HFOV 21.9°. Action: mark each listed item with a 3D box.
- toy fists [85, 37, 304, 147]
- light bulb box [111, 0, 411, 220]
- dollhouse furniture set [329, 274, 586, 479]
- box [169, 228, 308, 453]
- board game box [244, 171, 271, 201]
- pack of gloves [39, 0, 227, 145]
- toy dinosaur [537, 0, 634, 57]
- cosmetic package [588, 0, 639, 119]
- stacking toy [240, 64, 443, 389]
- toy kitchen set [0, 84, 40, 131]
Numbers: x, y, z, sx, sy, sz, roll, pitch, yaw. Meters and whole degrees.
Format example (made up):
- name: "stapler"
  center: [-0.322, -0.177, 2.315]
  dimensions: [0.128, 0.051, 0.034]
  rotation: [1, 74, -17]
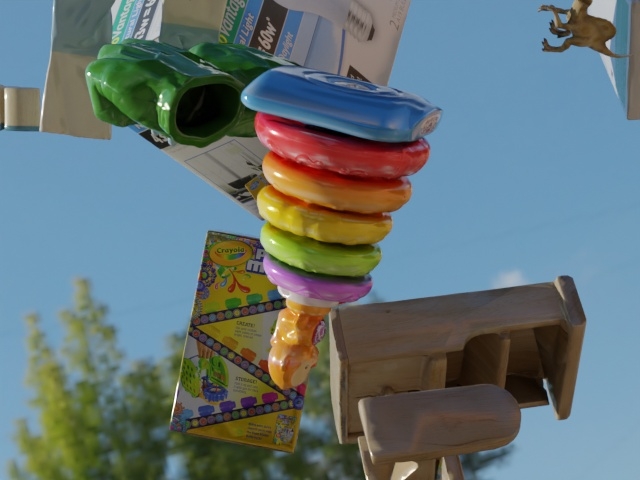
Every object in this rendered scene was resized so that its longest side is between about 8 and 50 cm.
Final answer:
- name: "toy fists"
  center: [-0.114, -0.148, 1.673]
  dimensions: [0.279, 0.142, 0.096]
  rotation: [-7, -60, -50]
- name: "light bulb box"
  center: [-0.102, -0.284, 2.329]
  dimensions: [0.361, 0.358, 0.225]
  rotation: [35, -37, -29]
- name: "dollhouse furniture set"
  center: [0.164, 0.252, 1.638]
  dimensions: [0.257, 0.394, 0.362]
  rotation: [-7, -41, -5]
- name: "box"
  center: [-0.097, 0.134, 2.359]
  dimensions: [0.177, 0.279, 0.290]
  rotation: [11, 0, -2]
- name: "board game box"
  center: [-0.002, -0.071, 2.056]
  dimensions: [0.154, 0.103, 0.026]
  rotation: [-36, -3, 0]
- name: "pack of gloves"
  center: [-0.206, -0.226, 1.866]
  dimensions: [0.195, 0.232, 0.046]
  rotation: [7, 9, -7]
- name: "toy dinosaur"
  center: [0.323, -0.254, 2.044]
  dimensions: [0.093, 0.053, 0.183]
  rotation: [0, -26, 28]
- name: "cosmetic package"
  center: [0.507, -0.345, 2.501]
  dimensions: [0.155, 0.365, 0.197]
  rotation: [-4, -62, 0]
- name: "stacking toy"
  center: [0.000, 0.000, 1.545]
  dimensions: [0.166, 0.301, 0.175]
  rotation: [15, 13, 15]
- name: "toy kitchen set"
  center: [-0.451, -0.182, 2.584]
  dimensions: [0.166, 0.122, 0.207]
  rotation: [-5, 10, -39]
